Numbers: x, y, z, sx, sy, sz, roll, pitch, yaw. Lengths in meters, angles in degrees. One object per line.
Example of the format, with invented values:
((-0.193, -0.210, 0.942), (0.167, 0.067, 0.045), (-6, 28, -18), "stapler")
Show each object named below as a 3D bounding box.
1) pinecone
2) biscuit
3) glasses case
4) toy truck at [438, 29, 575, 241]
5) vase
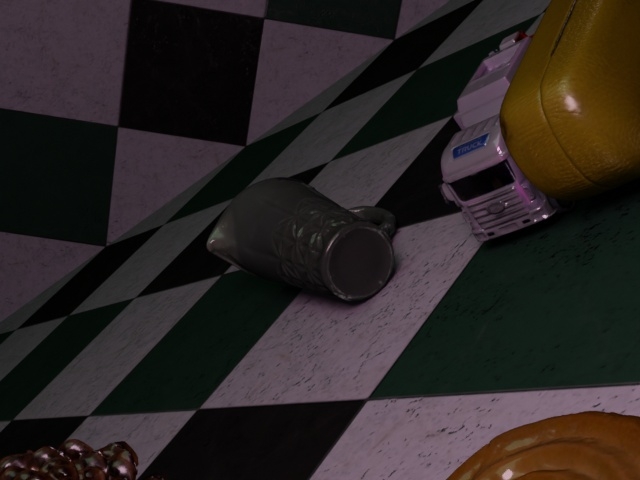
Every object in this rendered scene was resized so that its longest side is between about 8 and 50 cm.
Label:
((-0.231, 0.300, 0.881), (0.221, 0.221, 0.221), (-34, 17, 12), "pinecone")
((0.140, 0.206, 0.652), (0.262, 0.037, 0.262), (-35, 16, 11), "biscuit")
((0.327, -0.182, 1.075), (0.141, 0.173, 0.371), (-24, 23, 40), "glasses case")
((0.233, -0.130, 1.159), (0.124, 0.155, 0.268), (-23, 22, 40), "toy truck")
((0.000, 0.000, 1.351), (0.251, 0.156, 0.301), (-16, 15, -20), "vase")
